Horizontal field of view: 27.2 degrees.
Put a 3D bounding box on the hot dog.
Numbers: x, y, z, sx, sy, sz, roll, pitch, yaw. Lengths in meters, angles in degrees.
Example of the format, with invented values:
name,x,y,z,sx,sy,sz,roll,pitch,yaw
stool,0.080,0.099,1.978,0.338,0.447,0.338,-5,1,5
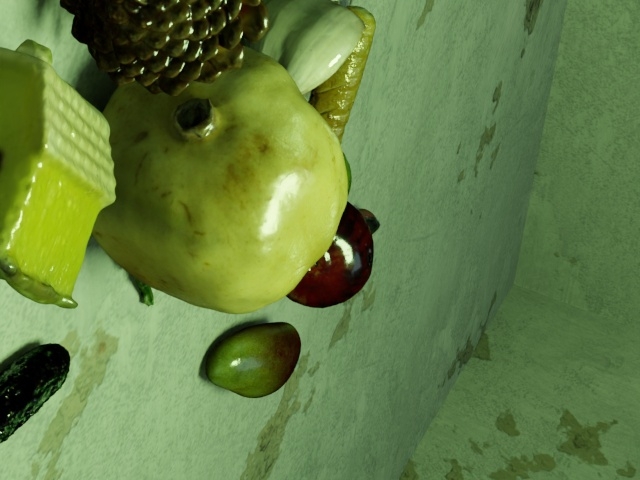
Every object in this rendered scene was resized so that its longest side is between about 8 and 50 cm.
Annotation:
name,x,y,z,sx,sy,sz,roll,pitch,yaw
hot dog,0.028,-0.257,2.250,0.061,0.088,0.285,-22,127,-59

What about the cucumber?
name,x,y,z,sx,sy,sz,roll,pitch,yaw
cucumber,-0.391,0.206,1.568,0.303,0.072,0.081,-37,142,-59

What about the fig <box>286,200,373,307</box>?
name,x,y,z,sx,sy,sz,roll,pitch,yaw
fig,0.014,0.002,2.343,0.249,0.186,0.203,-48,135,-64

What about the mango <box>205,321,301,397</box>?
name,x,y,z,sx,sy,sz,roll,pitch,yaw
mango,-0.110,0.211,2.310,0.133,0.111,0.267,-63,159,16

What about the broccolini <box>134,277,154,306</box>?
name,x,y,z,sx,sy,sz,roll,pitch,yaw
broccolini,-0.239,0.041,1.846,0.074,0.058,0.201,-54,156,-22

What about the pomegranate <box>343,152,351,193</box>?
name,x,y,z,sx,sy,sz,roll,pitch,yaw
pomegranate,-0.047,-0.092,2.158,0.220,0.156,0.156,-24,141,-21

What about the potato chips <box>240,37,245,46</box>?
name,x,y,z,sx,sy,sz,roll,pitch,yaw
potato chips,-0.089,-0.334,1.862,0.358,0.070,0.429,-42,147,-51

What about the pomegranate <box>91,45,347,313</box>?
name,x,y,z,sx,sy,sz,roll,pitch,yaw
pomegranate,-0.133,-0.073,1.615,0.332,0.333,0.332,-55,156,-38

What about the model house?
name,x,y,z,sx,sy,sz,roll,pitch,yaw
model house,-0.303,-0.072,1.360,0.234,0.175,0.193,-64,160,-8

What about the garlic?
name,x,y,z,sx,sy,sz,roll,pitch,yaw
garlic,-0.041,-0.264,1.767,0.178,0.143,0.229,-44,-164,-17

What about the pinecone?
name,x,y,z,sx,sy,sz,roll,pitch,yaw
pinecone,-0.150,-0.293,1.473,0.292,0.246,0.246,-51,155,-62

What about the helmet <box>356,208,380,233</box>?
name,x,y,z,sx,sy,sz,roll,pitch,yaw
helmet,0.075,-0.040,2.661,0.084,0.049,0.065,10,135,-45
